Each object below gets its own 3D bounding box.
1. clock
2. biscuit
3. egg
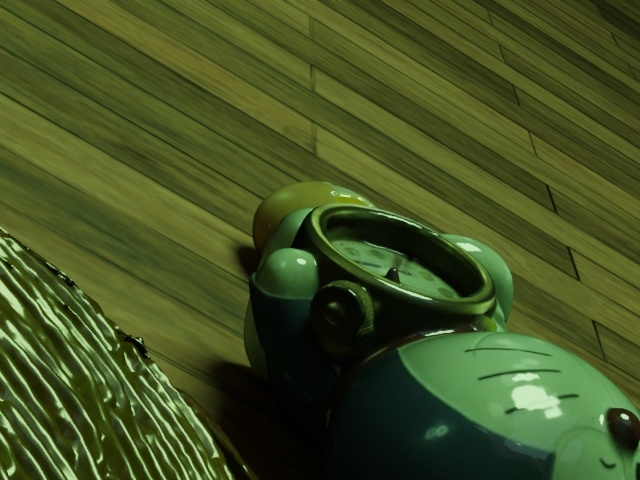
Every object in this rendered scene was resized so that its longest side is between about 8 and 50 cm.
[{"bbox_3d":[0.063,0.089,0.757,0.200,0.146,0.243,17,24,-30],"label":"clock"},{"bbox_3d":[-0.082,0.091,0.555,0.318,0.040,0.318,47,9,-10],"label":"biscuit"},{"bbox_3d":[0.000,0.000,0.944,0.083,0.071,0.071,38,21,17],"label":"egg"}]
